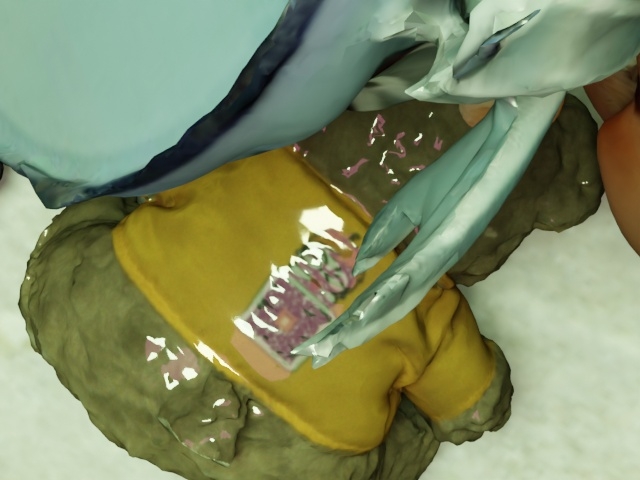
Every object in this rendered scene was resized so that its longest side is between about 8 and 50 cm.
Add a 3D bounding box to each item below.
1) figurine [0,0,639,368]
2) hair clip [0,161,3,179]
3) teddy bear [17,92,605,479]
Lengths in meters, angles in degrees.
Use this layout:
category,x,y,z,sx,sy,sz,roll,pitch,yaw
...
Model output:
category,x,y,z,sx,sy,sz,roll,pitch,yaw
figurine,0.120,-0.057,0.504,0.276,0.388,0.248,-42,53,38
hair clip,-0.170,-0.081,0.686,0.146,0.075,0.257,21,114,-2
teddy bear,0.000,0.000,0.650,0.177,0.140,0.190,36,101,1
